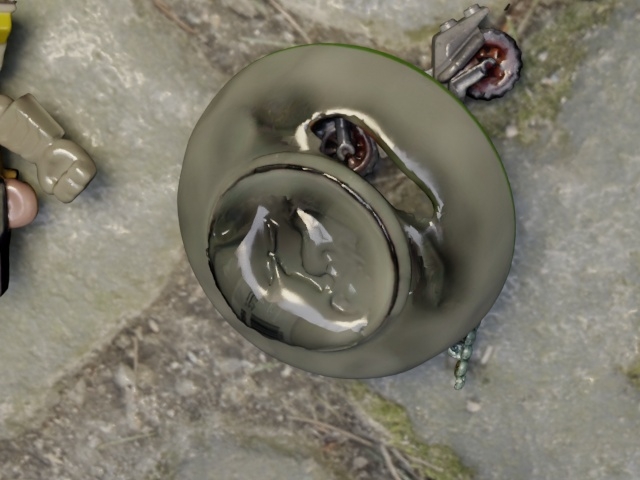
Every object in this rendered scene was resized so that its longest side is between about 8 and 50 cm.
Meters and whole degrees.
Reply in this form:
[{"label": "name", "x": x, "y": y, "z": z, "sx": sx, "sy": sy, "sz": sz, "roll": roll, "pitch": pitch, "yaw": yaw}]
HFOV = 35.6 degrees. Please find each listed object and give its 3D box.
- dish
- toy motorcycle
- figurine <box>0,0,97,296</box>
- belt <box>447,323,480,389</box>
[{"label": "dish", "x": 0.000, "y": 0.000, "z": 0.878, "sx": 0.324, "sy": 0.124, "sz": 0.324, "roll": 10, "pitch": 118, "yaw": 19}, {"label": "toy motorcycle", "x": 0.073, "y": -0.146, "z": 0.919, "sx": 0.215, "sy": 0.080, "sz": 0.122, "roll": -30, "pitch": 104, "yaw": 7}, {"label": "figurine", "x": -0.356, "y": -0.079, "z": 0.923, "sx": 0.308, "sy": 0.143, "sz": 0.308, "roll": 5, "pitch": 105, "yaw": 20}, {"label": "belt", "x": 0.137, "y": 0.045, "z": 0.973, "sx": 0.100, "sy": 0.065, "sz": 0.179, "roll": 29, "pitch": 105, "yaw": 5}]
